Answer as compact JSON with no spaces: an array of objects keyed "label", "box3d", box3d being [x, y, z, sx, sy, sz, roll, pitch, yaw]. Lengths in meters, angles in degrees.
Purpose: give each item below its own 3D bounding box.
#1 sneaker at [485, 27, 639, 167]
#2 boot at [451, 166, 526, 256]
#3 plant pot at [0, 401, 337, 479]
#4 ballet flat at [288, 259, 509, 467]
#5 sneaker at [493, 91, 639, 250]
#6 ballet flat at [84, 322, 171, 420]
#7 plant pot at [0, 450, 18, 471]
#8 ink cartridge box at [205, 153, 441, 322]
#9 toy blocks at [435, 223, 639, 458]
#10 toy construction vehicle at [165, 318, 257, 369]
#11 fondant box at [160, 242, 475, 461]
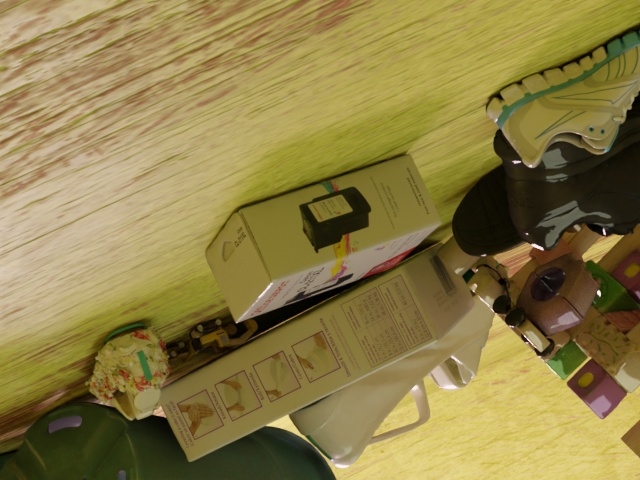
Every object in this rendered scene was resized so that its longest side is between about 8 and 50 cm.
[{"label":"sneaker","box3d":[0.243,-0.120,1.261,0.191,0.083,0.071,-26,166,3]},{"label":"boot","box3d":[0.272,-0.051,1.564,0.236,0.085,0.179,-36,156,31]},{"label":"plant pot","box3d":[-0.199,0.357,1.804,0.341,0.341,0.334,-30,145,26]},{"label":"ballet flat","box3d":[0.126,0.170,1.977,0.400,0.139,0.139,-33,175,-33]},{"label":"sneaker","box3d":[0.290,-0.074,1.381,0.286,0.130,0.109,-15,-156,-18]},{"label":"ballet flat","box3d":[-0.202,0.152,1.583,0.091,0.077,0.241,-23,169,-11]},{"label":"plant pot","box3d":[-0.412,0.368,1.929,0.234,0.165,0.166,-23,170,-40]},{"label":"ink cartridge box","box3d":[0.000,0.000,1.324,0.175,0.072,0.127,-19,168,-24]},{"label":"toy blocks","box3d":[0.331,0.034,1.668,0.260,0.288,0.309,-44,123,3]},{"label":"toy construction vehicle","box3d":[-0.128,0.119,1.680,0.098,0.035,0.086,-16,166,-34]},{"label":"fondant box","box3d":[0.000,0.126,1.726,0.330,0.096,0.238,-29,178,16]}]
